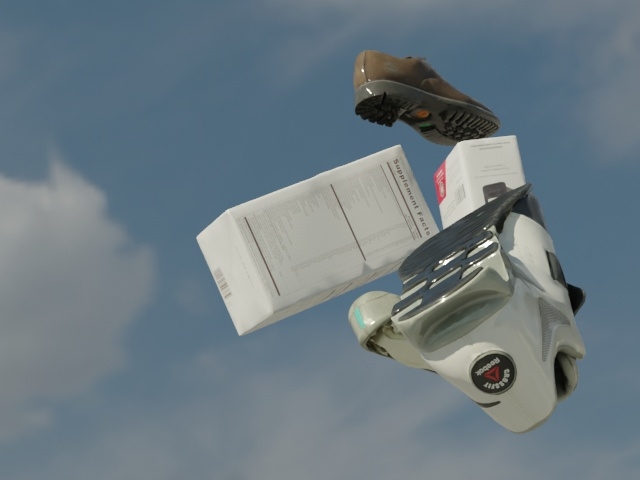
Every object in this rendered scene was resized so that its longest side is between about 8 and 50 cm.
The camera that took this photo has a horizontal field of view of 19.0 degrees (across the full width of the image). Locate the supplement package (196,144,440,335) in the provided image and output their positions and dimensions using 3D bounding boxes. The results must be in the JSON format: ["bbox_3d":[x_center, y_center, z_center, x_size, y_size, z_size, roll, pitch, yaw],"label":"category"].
[{"bbox_3d":[0.000,0.000,2.297,0.244,0.139,0.134,-21,-6,-24],"label":"supplement package"}]

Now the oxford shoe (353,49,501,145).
[{"bbox_3d":[0.131,-0.177,2.285,0.227,0.096,0.083,20,-39,-41],"label":"oxford shoe"}]

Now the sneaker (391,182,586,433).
[{"bbox_3d":[0.140,0.058,1.488,0.122,0.146,0.330,-33,9,20],"label":"sneaker"}]

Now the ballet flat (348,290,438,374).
[{"bbox_3d":[0.122,0.112,1.879,0.213,0.068,0.072,21,-62,-25],"label":"ballet flat"}]

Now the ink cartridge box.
[{"bbox_3d":[0.164,-0.013,1.872,0.063,0.150,0.109,-7,-14,-13],"label":"ink cartridge box"}]
